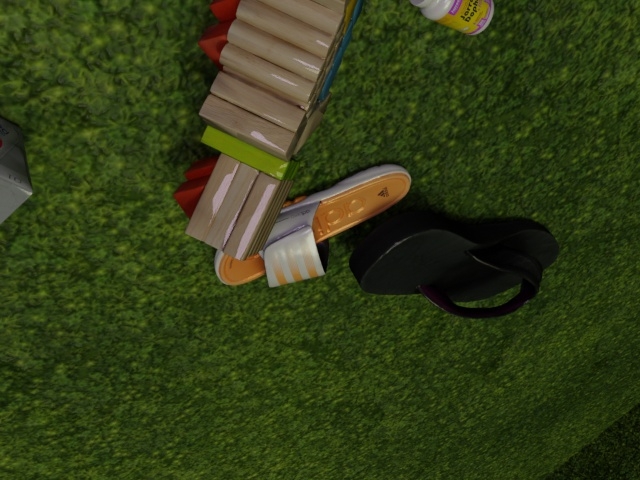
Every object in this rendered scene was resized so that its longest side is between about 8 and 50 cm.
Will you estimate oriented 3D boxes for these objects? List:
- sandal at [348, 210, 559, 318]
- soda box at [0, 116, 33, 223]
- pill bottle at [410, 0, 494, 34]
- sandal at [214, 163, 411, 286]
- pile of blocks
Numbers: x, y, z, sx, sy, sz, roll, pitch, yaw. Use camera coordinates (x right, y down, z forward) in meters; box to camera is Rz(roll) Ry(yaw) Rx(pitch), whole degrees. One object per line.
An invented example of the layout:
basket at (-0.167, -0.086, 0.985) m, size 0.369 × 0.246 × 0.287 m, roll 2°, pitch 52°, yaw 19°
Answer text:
sandal at (0.216, 0.055, 1.027) m, size 0.446 × 0.107 × 0.167 m, roll 3°, pitch 137°, yaw -46°
soda box at (-0.381, -0.002, 0.613) m, size 0.286 × 0.091 × 0.098 m, roll -38°, pitch 143°, yaw 15°
pill bottle at (0.124, -0.228, 0.688) m, size 0.083 × 0.043 × 0.043 m, roll 6°, pitch 133°, yaw -38°
sandal at (-0.002, -0.006, 0.859) m, size 0.265 × 0.076 × 0.102 m, roll -27°, pitch 144°, yaw 1°
pile of blocks at (-0.053, -0.147, 0.650) m, size 0.113 × 0.149 × 0.362 m, roll 26°, pitch 120°, yaw 3°
